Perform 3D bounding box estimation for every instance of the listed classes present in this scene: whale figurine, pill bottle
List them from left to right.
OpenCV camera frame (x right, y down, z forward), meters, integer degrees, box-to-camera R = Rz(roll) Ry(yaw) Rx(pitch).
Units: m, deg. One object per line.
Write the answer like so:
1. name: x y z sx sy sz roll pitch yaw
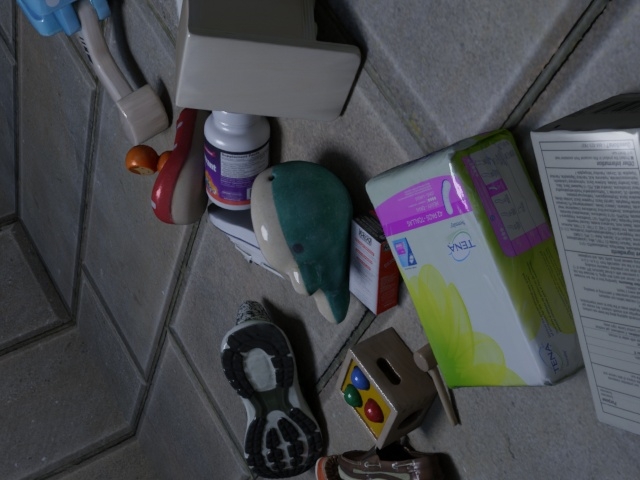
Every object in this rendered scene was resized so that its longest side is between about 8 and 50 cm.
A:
1. pill bottle: -0.136 -0.154 1.616 0.108 0.108 0.193 46 147 35
2. whale figurine: 0.000 0.000 1.486 0.216 0.141 0.272 -91 -23 -53

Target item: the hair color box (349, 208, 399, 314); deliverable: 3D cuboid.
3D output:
1. hair color box: 0.080 0.033 1.445 0.072 0.043 0.141 43 146 38

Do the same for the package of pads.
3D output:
1. package of pads: 0.190 0.030 1.179 0.229 0.101 0.296 -17 97 65

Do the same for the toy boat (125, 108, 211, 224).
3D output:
1. toy boat: -0.269 -0.133 1.740 0.231 0.151 0.151 -89 5 -47

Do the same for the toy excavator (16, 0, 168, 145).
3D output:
1. toy excavator: -0.474 -0.450 1.935 0.433 0.222 0.445 42 159 38

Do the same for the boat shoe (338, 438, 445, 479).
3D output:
1. boat shoe: 0.116 0.361 1.611 0.257 0.095 0.095 -1 97 55

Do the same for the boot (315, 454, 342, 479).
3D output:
1. boot: 0.034 0.487 1.888 0.085 0.059 0.157 -24 82 66

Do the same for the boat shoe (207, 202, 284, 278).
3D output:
1. boat shoe: -0.104 -0.001 1.707 0.268 0.096 0.088 24 128 42

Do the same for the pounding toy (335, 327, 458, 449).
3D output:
1. pounding toy: 0.117 0.226 1.477 0.181 0.094 0.206 52 151 26

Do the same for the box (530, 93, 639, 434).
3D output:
1. box: 0.317 0.026 0.919 0.148 0.121 0.311 10 120 59

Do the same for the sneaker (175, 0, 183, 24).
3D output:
1. sneaker: -0.151 -0.367 1.477 0.146 0.102 0.293 5 115 59

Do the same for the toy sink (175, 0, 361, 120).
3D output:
1. toy sink: -0.076 -0.270 1.358 0.152 0.234 0.131 114 157 -57

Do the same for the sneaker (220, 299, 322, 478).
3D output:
1. sneaker: -0.089 0.286 1.912 0.182 0.158 0.410 -97 -1 -59
